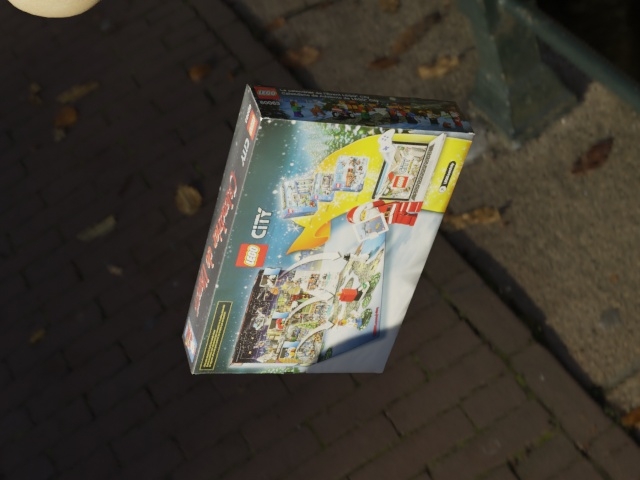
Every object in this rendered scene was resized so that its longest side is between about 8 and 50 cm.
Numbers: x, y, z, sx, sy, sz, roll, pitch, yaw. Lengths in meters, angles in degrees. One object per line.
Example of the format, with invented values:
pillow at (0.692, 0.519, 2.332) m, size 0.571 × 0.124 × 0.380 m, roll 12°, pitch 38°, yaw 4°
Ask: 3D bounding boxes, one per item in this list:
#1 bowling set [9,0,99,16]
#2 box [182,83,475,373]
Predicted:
bowling set at (-0.223, -0.145, 0.529) m, size 0.287 × 0.154 × 0.200 m, roll -17°, pitch 57°, yaw 11°
box at (0.000, 0.000, 0.928) m, size 0.159 × 0.233 × 0.044 m, roll 3°, pitch 37°, yaw -21°
